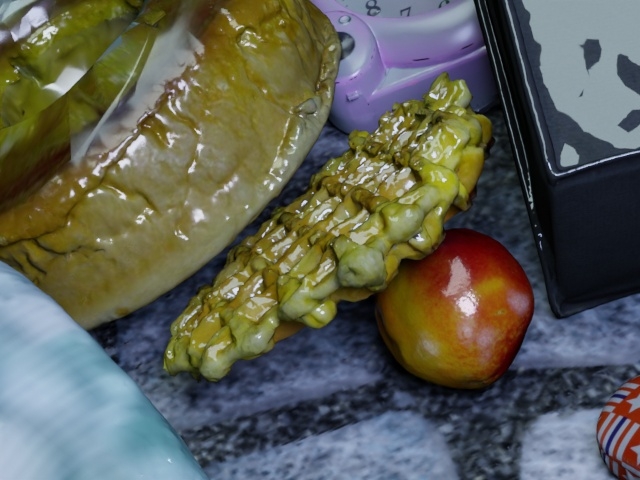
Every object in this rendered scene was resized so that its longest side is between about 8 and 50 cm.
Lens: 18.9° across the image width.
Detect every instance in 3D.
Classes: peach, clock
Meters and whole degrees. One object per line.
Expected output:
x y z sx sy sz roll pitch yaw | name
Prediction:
0.084 0.044 1.185 0.100 0.101 0.101 -9 41 8 | peach
0.082 -0.207 1.435 0.227 0.090 0.248 -21 49 8 | clock

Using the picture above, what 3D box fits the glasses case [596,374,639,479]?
0.240 0.129 1.070 0.194 0.049 0.073 22 54 35 | glasses case

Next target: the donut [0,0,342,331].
-0.153 -0.094 1.318 0.330 0.160 0.330 -26 33 19 | donut

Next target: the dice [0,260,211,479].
-0.211 0.227 0.887 0.348 0.330 0.328 -35 44 -19 | dice

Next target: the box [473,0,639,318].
0.224 -0.168 1.197 0.251 0.204 0.345 -13 66 1 | box

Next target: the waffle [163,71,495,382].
0.000 0.000 1.204 0.238 0.059 0.243 -26 18 42 | waffle
